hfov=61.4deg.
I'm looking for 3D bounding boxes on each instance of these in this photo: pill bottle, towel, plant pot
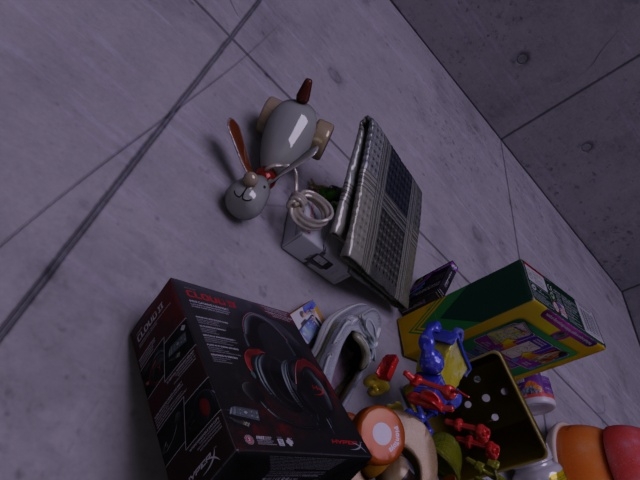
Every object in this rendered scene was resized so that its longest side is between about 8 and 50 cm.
[{"bbox_3d":[0.517,0.584,1.240,0.119,0.119,0.209,7,59,-50],"label":"pill bottle"},{"bbox_3d":[0.131,-0.044,1.152,0.312,0.056,0.325,42,52,-50],"label":"towel"},{"bbox_3d":[0.569,0.372,1.487,0.108,0.108,0.194,32,41,-34],"label":"pill bottle"},{"bbox_3d":[0.333,0.349,1.125,0.187,0.212,0.212,3,61,-64],"label":"plant pot"}]

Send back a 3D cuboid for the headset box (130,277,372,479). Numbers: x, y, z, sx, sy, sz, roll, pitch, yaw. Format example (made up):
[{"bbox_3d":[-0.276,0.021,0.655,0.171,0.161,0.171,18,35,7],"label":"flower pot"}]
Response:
[{"bbox_3d":[-0.101,0.182,0.686,0.218,0.110,0.293,25,20,-42],"label":"headset box"}]

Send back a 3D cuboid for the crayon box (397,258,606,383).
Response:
[{"bbox_3d":[0.410,0.210,1.222,0.362,0.313,0.106,29,43,-37],"label":"crayon box"}]

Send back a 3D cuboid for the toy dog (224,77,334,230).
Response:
[{"bbox_3d":[-0.070,-0.191,1.030,0.219,0.161,0.334,8,46,-11],"label":"toy dog"}]

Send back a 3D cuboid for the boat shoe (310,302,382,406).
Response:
[{"bbox_3d":[0.039,0.206,0.905,0.320,0.102,0.118,-34,115,-55],"label":"boat shoe"}]

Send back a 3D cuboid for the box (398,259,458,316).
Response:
[{"bbox_3d":[0.258,0.114,1.281,0.029,0.116,0.162,53,33,-5],"label":"box"}]

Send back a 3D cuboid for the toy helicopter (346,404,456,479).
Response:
[{"bbox_3d":[0.100,0.434,0.797,0.234,0.140,0.355,24,60,-16],"label":"toy helicopter"}]

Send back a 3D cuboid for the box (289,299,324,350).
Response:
[{"bbox_3d":[-0.035,0.163,0.940,0.081,0.028,0.136,61,31,2],"label":"box"}]

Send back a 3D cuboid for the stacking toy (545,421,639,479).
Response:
[{"bbox_3d":[0.853,0.583,1.350,0.350,0.479,0.351,32,42,-33],"label":"stacking toy"}]

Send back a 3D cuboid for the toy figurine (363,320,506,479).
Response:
[{"bbox_3d":[0.247,0.266,0.974,0.217,0.191,0.363,-58,132,-35],"label":"toy figurine"}]

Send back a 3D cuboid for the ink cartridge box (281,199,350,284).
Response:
[{"bbox_3d":[0.000,0.000,1.084,0.150,0.063,0.109,37,39,-29],"label":"ink cartridge box"}]

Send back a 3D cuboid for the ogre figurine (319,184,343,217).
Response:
[{"bbox_3d":[0.084,-0.048,1.209,0.197,0.097,0.118,42,46,10],"label":"ogre figurine"}]

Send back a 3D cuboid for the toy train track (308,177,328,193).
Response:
[{"bbox_3d":[-0.005,-0.117,1.218,0.048,0.014,0.083,58,27,12],"label":"toy train track"}]
